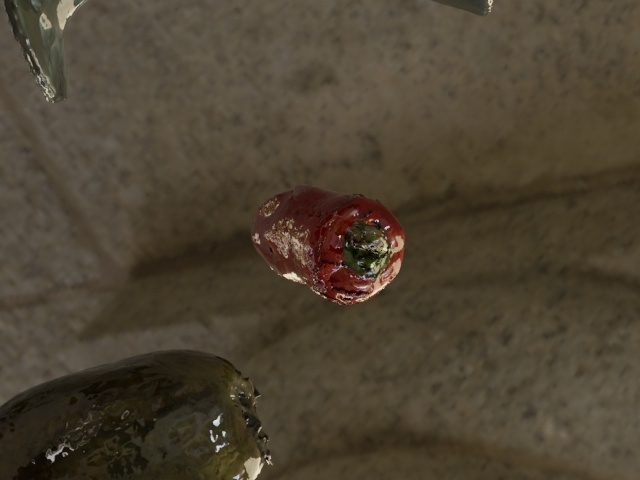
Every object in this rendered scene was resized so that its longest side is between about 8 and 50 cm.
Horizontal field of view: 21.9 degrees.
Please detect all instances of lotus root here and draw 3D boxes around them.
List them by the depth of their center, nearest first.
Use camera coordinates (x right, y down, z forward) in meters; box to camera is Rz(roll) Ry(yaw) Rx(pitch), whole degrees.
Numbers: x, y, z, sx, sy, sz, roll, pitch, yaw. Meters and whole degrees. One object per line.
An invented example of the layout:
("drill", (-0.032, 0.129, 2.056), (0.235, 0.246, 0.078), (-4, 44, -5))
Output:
("lotus root", (-0.184, 0.182, 1.397), (0.274, 0.160, 0.152), (-22, 93, 7))

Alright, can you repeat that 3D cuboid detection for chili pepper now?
("chili pepper", (0.000, 0.000, 1.654), (0.110, 0.110, 0.387), (58, 165, -16))

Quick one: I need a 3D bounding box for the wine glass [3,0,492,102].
("wine glass", (-0.073, -0.270, 1.463), (0.406, 0.267, 0.267), (-17, 119, 3))
